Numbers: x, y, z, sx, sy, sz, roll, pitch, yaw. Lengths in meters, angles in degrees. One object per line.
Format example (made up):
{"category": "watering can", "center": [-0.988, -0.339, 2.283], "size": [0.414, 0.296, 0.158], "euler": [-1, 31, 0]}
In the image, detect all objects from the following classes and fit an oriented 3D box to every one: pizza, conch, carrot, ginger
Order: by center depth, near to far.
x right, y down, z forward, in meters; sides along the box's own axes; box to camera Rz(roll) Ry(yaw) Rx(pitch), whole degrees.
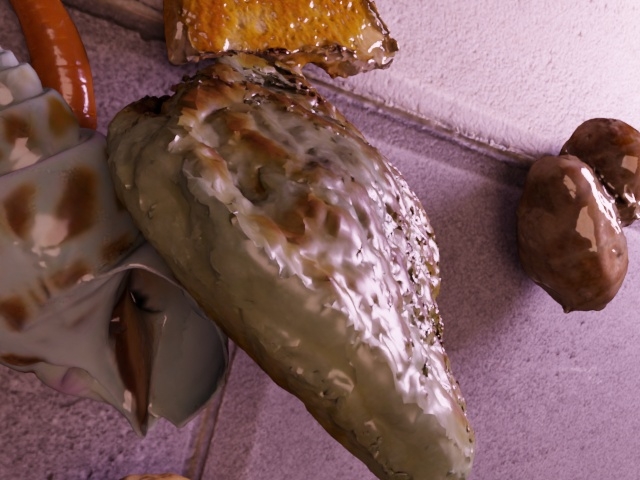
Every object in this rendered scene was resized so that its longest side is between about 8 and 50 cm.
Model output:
{"category": "conch", "center": [-0.222, 0.017, 0.579], "size": [0.250, 0.197, 0.368], "euler": [-6, 134, 7]}
{"category": "carrot", "center": [-0.280, -0.213, 0.628], "size": [0.062, 0.066, 0.271], "euler": [-28, 108, -55]}
{"category": "pizza", "center": [-0.037, -0.266, 0.721], "size": [0.297, 0.071, 0.189], "euler": [-4, 86, -27]}
{"category": "ginger", "center": [0.406, -0.057, 0.895], "size": [0.304, 0.155, 0.244], "euler": [-43, 109, -13]}

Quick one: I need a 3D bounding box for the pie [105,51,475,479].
{"category": "pie", "center": [-0.005, 0.004, 0.565], "size": [0.180, 0.418, 0.395], "euler": [-39, 118, 15]}

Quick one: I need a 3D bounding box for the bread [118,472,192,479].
{"category": "bread", "center": [-0.205, 0.364, 0.687], "size": [0.245, 0.134, 0.244], "euler": [-5, 100, -26]}
